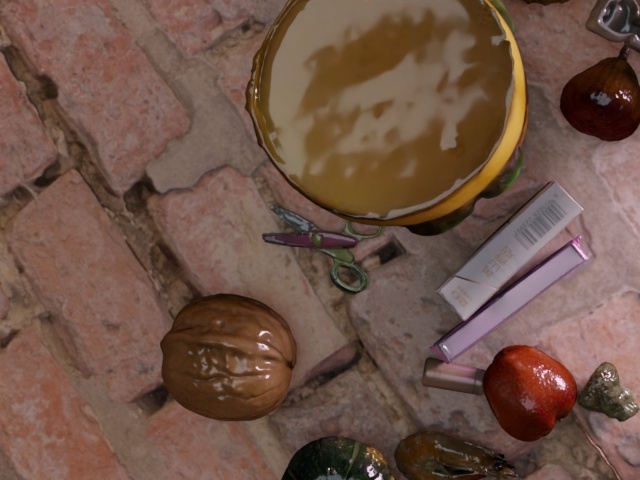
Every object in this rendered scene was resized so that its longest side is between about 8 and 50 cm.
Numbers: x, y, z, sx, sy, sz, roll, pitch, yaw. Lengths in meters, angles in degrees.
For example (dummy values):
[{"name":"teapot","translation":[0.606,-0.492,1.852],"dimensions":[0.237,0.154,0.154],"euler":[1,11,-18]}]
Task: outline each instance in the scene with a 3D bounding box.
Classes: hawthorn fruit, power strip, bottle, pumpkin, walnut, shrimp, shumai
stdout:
[{"name":"hawthorn fruit","translation":[0.303,0.222,1.516],"dimensions":[0.133,0.133,0.138],"euler":[-44,75,10]},{"name":"power strip","translation":[0.282,0.091,1.523],"dimensions":[0.279,0.109,0.037],"euler":[-38,83,10]},{"name":"bottle","translation":[0.206,0.210,1.576],"dimensions":[0.096,0.045,0.045],"euler":[10,94,10]},{"name":"pumpkin","translation":[0.030,0.392,1.568],"dimensions":[0.190,0.146,0.190],"euler":[0,92,-12]},{"name":"walnut","translation":[-0.145,0.179,1.574],"dimensions":[0.213,0.213,0.213],"euler":[1,93,11]},{"name":"shrimp","translation":[0.209,0.345,1.588],"dimensions":[0.190,0.042,0.101],"euler":[6,114,10]},{"name":"shumai","translation":[0.433,0.231,1.516],"dimensions":[0.080,0.083,0.082],"euler":[31,137,27]}]

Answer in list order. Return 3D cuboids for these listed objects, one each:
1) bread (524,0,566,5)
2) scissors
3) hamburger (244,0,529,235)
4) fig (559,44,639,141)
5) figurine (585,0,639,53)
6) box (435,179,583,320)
[{"name":"bread","translation":[0.315,-0.463,1.449],"dimensions":[0.274,0.149,0.274],"euler":[7,116,15]},{"name":"scissors","translation":[0.000,0.000,1.619],"dimensions":[0.187,0.020,0.133],"euler":[19,100,8]},{"name":"hamburger","translation":[0.120,-0.202,1.455],"dimensions":[0.395,0.277,0.396],"euler":[1,92,14]},{"name":"fig","translation":[0.412,-0.216,1.505],"dimensions":[0.119,0.153,0.119],"euler":[7,136,7]},{"name":"figurine","translation":[0.546,-0.322,1.425],"dimensions":[0.342,0.167,0.285],"euler":[-23,91,-32]},{"name":"box","translation":[0.275,0.013,1.501],"dimensions":[0.233,0.149,0.067],"euler":[-45,81,10]}]
